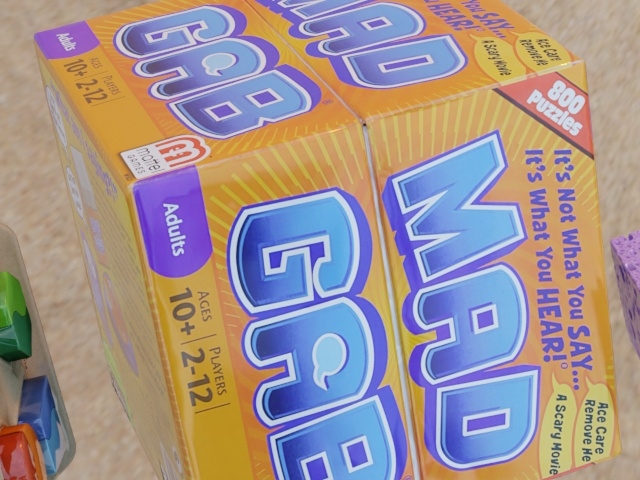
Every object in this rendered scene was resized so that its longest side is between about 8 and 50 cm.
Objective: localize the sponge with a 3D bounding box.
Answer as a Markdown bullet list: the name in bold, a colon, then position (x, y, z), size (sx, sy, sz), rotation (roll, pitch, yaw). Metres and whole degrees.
- **sponge**: position (0.287, 0.091, 1.589), size (0.031, 0.210, 0.117), rotation (-16, 121, -1)

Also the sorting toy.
- **sorting toy**: position (-0.240, 0.065, 1.408), size (0.041, 0.229, 0.307), rotation (-12, 105, 8)

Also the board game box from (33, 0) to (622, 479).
- **board game box**: position (0.000, 0.000, 1.612), size (0.356, 0.356, 0.356), rotation (-16, 118, -13)
